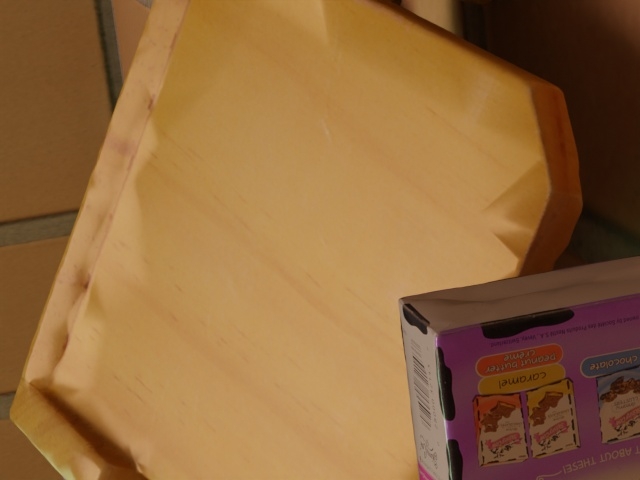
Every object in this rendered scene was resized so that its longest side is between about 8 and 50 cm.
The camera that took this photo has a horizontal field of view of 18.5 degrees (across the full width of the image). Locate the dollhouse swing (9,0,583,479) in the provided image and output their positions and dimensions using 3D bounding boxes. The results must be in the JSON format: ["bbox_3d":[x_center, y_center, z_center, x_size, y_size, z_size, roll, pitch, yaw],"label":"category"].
[{"bbox_3d":[0.035,0.009,1.112,0.305,0.315,0.347,28,105,27],"label":"dollhouse swing"}]

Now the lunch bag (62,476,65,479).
[{"bbox_3d":[-0.076,0.238,1.691,0.328,0.239,0.385,63,174,-5],"label":"lunch bag"}]

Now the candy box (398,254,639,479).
[{"bbox_3d":[0.130,0.112,0.875,0.070,0.164,0.196,-140,41,-73],"label":"candy box"}]
